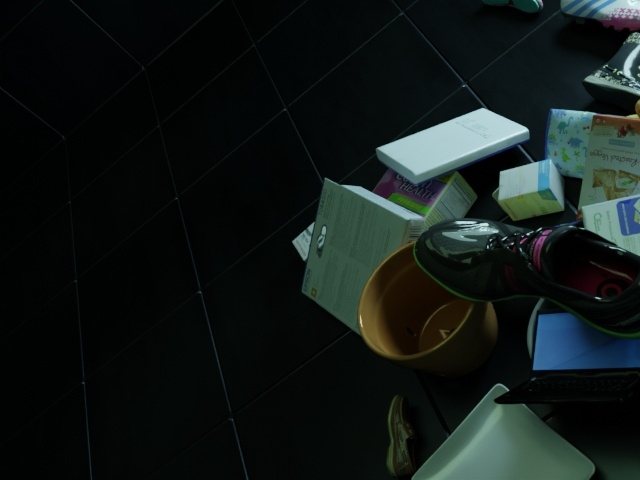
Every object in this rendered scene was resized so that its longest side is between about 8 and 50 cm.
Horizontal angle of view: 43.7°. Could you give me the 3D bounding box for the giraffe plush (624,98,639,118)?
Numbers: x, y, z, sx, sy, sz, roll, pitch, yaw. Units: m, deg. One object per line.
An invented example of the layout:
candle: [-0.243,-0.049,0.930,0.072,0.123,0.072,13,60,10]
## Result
giraffe plush: [0.770,-0.264,1.677,0.170,0.181,0.210,-38,2,-26]

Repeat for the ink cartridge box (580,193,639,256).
ink cartridge box: [0.693,-0.016,1.503,0.371,0.069,0.175,-14,65,29]

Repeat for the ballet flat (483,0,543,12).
ballet flat: [0.561,-0.703,2.282,0.079,0.076,0.221,-38,36,-19]

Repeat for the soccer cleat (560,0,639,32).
soccer cleat: [0.727,-0.600,1.969,0.116,0.143,0.331,-21,29,-29]

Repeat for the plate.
plate: [0.349,0.459,1.543,0.277,0.045,0.278,-47,40,-1]

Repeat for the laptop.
laptop: [0.472,0.207,1.480,0.234,0.264,0.136,-10,89,37]

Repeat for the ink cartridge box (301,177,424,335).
ink cartridge box: [0.094,0.044,1.963,0.330,0.072,0.324,33,117,49]

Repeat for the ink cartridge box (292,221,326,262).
ink cartridge box: [0.000,0.000,2.211,0.135,0.056,0.099,-42,41,6]

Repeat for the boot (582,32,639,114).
boot: [0.747,-0.387,1.845,0.178,0.085,0.236,-48,39,-4]

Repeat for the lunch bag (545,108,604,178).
lunch bag: [0.591,-0.220,1.842,0.129,0.096,0.151,16,99,47]

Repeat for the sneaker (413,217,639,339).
sneaker: [0.402,0.030,1.481,0.483,0.202,0.185,12,62,28]

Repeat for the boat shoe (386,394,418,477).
boat shoe: [0.182,0.419,1.713,0.060,0.064,0.177,-12,57,28]

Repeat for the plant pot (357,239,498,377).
plant pot: [0.254,0.167,1.739,0.291,0.203,0.290,-23,47,27]

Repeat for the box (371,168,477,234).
box: [0.231,-0.073,2.020,0.243,0.117,0.214,-54,40,-8]

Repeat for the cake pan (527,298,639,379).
cake pan: [0.556,0.181,1.577,0.293,0.054,0.293,-23,46,26]

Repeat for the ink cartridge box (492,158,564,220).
ink cartridge box: [0.481,-0.114,1.852,0.143,0.092,0.089,-12,51,34]

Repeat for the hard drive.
hard drive: [0.328,-0.239,2.001,0.319,0.040,0.210,-22,31,-14]

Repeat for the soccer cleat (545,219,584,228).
soccer cleat: [0.469,0.013,1.736,0.289,0.121,0.093,-16,49,32]

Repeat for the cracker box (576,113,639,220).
cracker box: [0.634,-0.139,1.665,0.156,0.067,0.232,18,109,48]
